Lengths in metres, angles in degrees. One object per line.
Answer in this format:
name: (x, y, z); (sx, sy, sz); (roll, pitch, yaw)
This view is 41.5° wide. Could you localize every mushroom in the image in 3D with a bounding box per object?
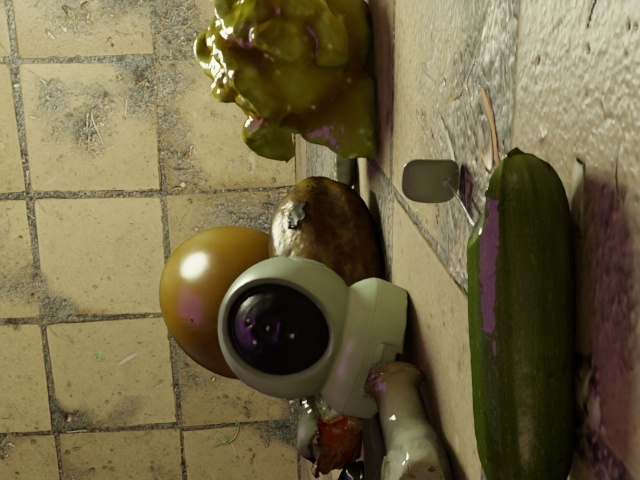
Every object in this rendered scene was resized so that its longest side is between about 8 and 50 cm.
mushroom: (0.098, 0.219, 0.944); (0.092, 0.081, 0.223); (52, -164, -24)

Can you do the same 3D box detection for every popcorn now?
popcorn: (-0.056, -0.266, 1.357); (0.325, 0.290, 0.321); (120, 155, -43)

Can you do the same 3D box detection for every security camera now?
security camera: (-0.018, 0.119, 1.119); (0.194, 0.236, 0.194); (-162, 90, -86)

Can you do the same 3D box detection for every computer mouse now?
computer mouse: (0.060, 0.465, 1.462); (0.217, 0.074, 0.122); (110, 158, -56)

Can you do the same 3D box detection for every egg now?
egg: (-0.158, 0.115, 1.616); (0.351, 0.283, 0.282); (25, 122, 47)

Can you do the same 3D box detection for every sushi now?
sushi: (0.016, 0.292, 1.549); (0.332, 0.130, 0.124); (-100, 9, -65)

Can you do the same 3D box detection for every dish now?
dish: (0.046, -0.141, 1.568); (0.091, 0.039, 0.137); (98, 170, -88)

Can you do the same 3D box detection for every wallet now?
wallet: (0.095, 0.308, 1.182); (0.309, 0.042, 0.165); (110, 157, -75)

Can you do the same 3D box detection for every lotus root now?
lotus root: (0.004, 0.023, 1.350); (0.193, 0.193, 0.291); (96, 170, -58)

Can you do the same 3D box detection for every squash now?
squash: (0.132, 0.058, 0.554); (0.069, 0.069, 0.238); (-133, 40, -82)

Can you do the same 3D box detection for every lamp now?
lamp: (0.122, -0.017, 0.749); (0.198, 0.056, 0.050); (-109, 20, -61)
